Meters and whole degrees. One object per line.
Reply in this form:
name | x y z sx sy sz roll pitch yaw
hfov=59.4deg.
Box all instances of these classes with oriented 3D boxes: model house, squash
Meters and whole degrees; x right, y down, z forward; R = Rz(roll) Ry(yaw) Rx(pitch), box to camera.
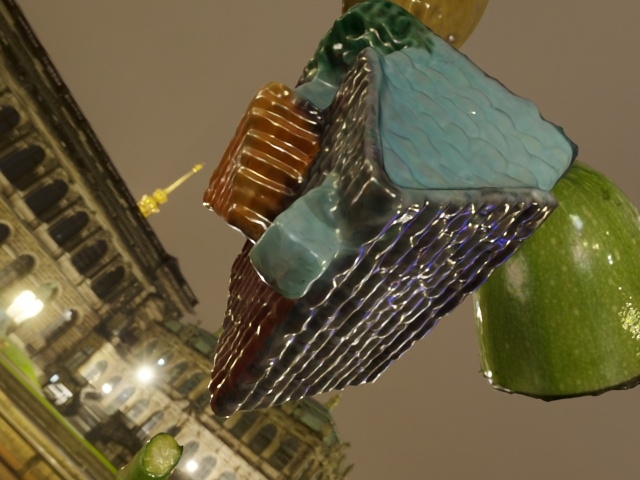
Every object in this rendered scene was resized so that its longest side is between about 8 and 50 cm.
model house | 0.000 0.000 0.545 0.297 0.339 0.360 41 -51 5
squash | 0.339 0.026 0.840 0.310 0.310 0.308 -8 -73 57

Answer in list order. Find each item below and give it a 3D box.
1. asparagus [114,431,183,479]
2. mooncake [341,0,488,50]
asparagus | -0.286 0.385 0.817 0.067 0.277 0.060 16 30 -35
mooncake | 0.137 -0.332 0.714 0.117 0.235 0.235 31 -30 39
